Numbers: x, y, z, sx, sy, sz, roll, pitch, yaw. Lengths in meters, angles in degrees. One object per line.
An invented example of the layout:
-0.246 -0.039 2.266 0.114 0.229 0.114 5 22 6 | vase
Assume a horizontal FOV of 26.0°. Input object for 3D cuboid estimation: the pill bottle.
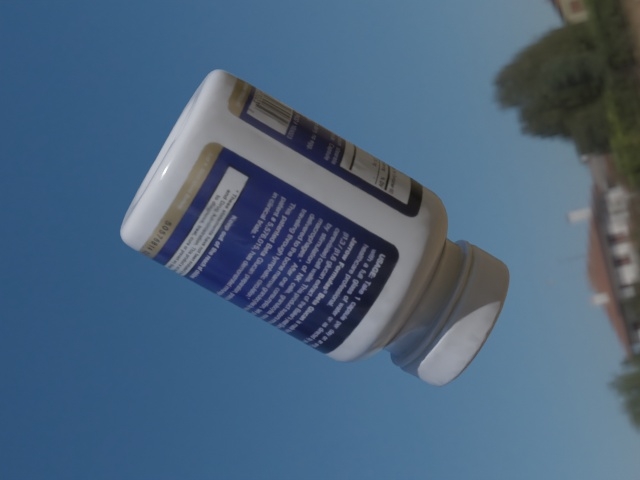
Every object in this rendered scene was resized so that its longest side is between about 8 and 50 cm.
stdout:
0.000 0.000 0.652 0.169 0.094 0.094 30 -152 -10 | pill bottle
